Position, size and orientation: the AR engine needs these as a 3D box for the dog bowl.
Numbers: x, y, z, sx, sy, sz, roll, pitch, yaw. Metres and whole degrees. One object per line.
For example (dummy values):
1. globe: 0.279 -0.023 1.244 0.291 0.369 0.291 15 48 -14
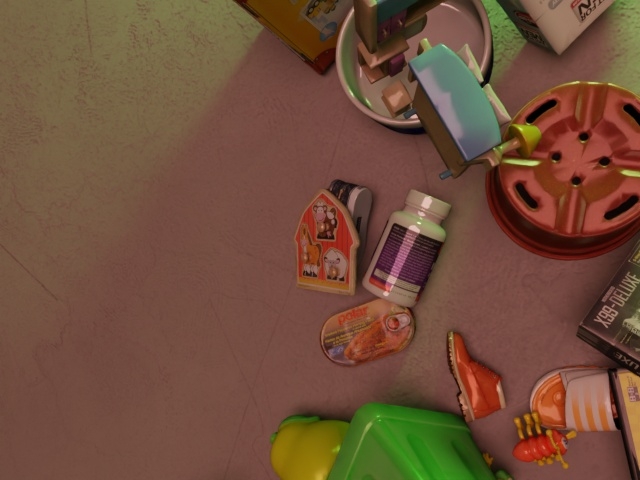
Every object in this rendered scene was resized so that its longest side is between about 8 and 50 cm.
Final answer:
1. dog bowl: 0.168 -0.325 0.978 0.265 0.104 0.264 0 90 21

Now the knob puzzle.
1. knob puzzle: 0.000 0.000 1.037 0.213 0.030 0.213 3 94 52

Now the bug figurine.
1. bug figurine: 0.364 0.437 0.902 0.216 0.072 0.278 -33 82 25

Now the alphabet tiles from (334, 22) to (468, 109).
1. alphabet tiles: 0.166 -0.368 1.039 0.237 0.009 0.198 -45 75 15

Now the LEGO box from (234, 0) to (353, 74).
1. LEGO box: 0.037 -0.572 0.895 0.500 0.372 0.193 -47 71 14

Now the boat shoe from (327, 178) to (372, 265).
1. boat shoe: 0.042 -0.024 1.060 0.083 0.065 0.183 27 111 44

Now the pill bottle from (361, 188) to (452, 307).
1. pill bottle: 0.157 0.012 0.984 0.108 0.108 0.193 25 98 19

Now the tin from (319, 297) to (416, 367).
1. tin: 0.088 0.172 1.048 0.190 0.040 0.106 -22 86 19

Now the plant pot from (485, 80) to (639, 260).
1. plant pot: 0.375 -0.102 0.819 0.273 0.265 0.272 0 90 21

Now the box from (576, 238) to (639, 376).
1. box: 0.558 0.076 0.780 0.242 0.076 0.307 34 83 29

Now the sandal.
1. sandal: 0.469 0.248 0.878 0.266 0.076 0.101 -14 84 21

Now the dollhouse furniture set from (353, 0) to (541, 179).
1. dollhouse furniture set: 0.206 -0.231 0.775 0.198 0.286 0.303 -29 83 3

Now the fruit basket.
1. fruit basket: 0.079 0.444 0.970 0.392 0.283 0.391 -39 42 48

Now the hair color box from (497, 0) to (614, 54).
1. hair color box: 0.303 -0.479 0.812 0.185 0.374 0.113 -45 30 15

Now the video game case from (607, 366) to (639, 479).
1. video game case: 0.574 0.305 0.787 0.249 0.035 0.274 -11 83 16

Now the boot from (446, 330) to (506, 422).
1. boot: 0.270 0.230 0.972 0.085 0.059 0.157 -17 83 6
